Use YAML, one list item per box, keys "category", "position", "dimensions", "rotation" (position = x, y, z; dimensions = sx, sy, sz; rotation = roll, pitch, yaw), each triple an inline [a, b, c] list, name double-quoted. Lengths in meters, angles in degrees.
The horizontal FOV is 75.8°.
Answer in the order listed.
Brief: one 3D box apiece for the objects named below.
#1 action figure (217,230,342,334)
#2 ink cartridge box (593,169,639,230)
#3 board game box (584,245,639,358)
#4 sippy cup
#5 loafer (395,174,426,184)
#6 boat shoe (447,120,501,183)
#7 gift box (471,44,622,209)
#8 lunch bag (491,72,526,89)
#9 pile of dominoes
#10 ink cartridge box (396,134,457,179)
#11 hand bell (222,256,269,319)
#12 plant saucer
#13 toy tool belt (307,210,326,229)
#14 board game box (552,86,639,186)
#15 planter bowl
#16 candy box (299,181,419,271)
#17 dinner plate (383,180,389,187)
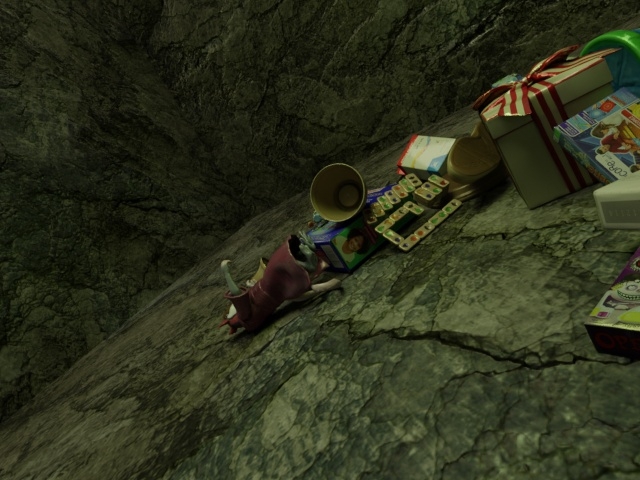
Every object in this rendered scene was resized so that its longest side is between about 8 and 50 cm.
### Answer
- category: "action figure"
  position: [-0.134, 0.152, 1.163]
  dimensions: [0.370, 0.276, 0.248]
  rotation: [-48, -20, 10]
- category: "ink cartridge box"
  position: [0.551, -0.086, 0.481]
  dimensions: [0.261, 0.066, 0.296]
  rotation: [-24, 9, -14]
- category: "board game box"
  position: [0.463, 0.048, 0.363]
  dimensions: [0.208, 0.056, 0.347]
  rotation: [-34, 13, -25]
- category: "sippy cup"
  position: [0.739, -0.372, 0.903]
  dimensions: [0.224, 0.240, 0.305]
  rotation: [-21, 53, 1]
- category: "loafer"
  position: [0.365, -0.252, 1.554]
  dimensions: [0.268, 0.084, 0.096]
  rotation: [-26, 15, 25]
- category: "boat shoe"
  position: [0.427, -0.224, 1.135]
  dimensions: [0.341, 0.122, 0.110]
  rotation: [-40, -22, -42]
- category: "gift box"
  position: [0.500, -0.250, 0.880]
  dimensions: [0.255, 0.258, 0.276]
  rotation: [-28, 13, 20]
- category: "lunch bag"
  position: [0.594, -0.386, 1.228]
  dimensions: [0.090, 0.219, 0.176]
  rotation: [-26, 14, 23]
- category: "pile of dominoes"
  position: [0.246, -0.098, 1.132]
  dimensions: [0.251, 0.040, 0.196]
  rotation: [-37, 53, -22]
- category: "ink cartridge box"
  position: [0.369, -0.294, 1.458]
  dimensions: [0.231, 0.078, 0.134]
  rotation: [23, 80, 49]
- category: "hand bell"
  position: [-0.240, 0.182, 1.383]
  dimensions: [0.242, 0.126, 0.126]
  rotation: [-43, 13, 5]
- category: "plant saucer"
  position: [0.445, -0.186, 1.245]
  dimensions: [0.278, 0.041, 0.278]
  rotation: [-30, 13, 7]
- category: "toy tool belt"
  position: [-0.003, -0.070, 1.290]
  dimensions: [0.083, 0.052, 0.051]
  rotation: [-37, 4, -10]
- category: "board game box"
  position: [0.523, -0.157, 0.696]
  dimensions: [0.136, 0.035, 0.201]
  rotation: [-30, 58, 7]
- category: "planter bowl"
  position: [0.067, -0.134, 1.184]
  dimensions: [0.162, 0.162, 0.109]
  rotation: [-26, -9, 23]
- category: "candy box"
  position: [0.110, -0.042, 1.299]
  dimensions: [0.317, 0.122, 0.268]
  rotation: [-39, 15, -21]
- category: "dinner plate"
  position: [0.237, -0.178, 1.628]
  dimensions: [0.141, 0.017, 0.141]
  rotation: [-53, -5, -7]
